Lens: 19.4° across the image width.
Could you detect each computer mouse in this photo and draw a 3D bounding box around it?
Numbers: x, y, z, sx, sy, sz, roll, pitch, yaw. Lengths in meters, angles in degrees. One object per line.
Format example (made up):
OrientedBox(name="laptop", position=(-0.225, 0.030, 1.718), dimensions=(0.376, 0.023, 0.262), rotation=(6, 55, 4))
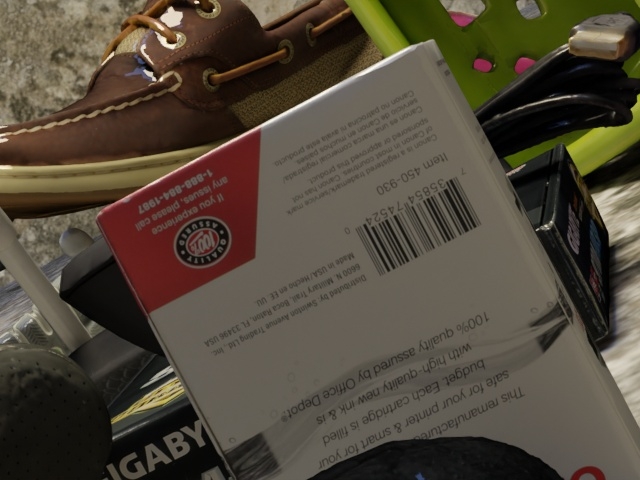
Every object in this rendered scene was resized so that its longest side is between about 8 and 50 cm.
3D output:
OrientedBox(name="computer mouse", position=(0.034, -0.017, 0.685), dimensions=(0.184, 0.060, 0.262), rotation=(-30, -5, 25))

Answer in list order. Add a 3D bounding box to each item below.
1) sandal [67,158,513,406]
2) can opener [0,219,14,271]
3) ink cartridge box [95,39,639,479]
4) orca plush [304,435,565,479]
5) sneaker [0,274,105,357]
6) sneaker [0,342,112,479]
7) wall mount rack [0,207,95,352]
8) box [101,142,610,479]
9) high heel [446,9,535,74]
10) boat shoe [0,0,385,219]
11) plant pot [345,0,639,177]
OrientedBox(name="sandal", position=(-0.022, 0.017, 0.900), dimensions=(0.255, 0.054, 0.097), rotation=(-27, -38, 13))
OrientedBox(name="can opener", position=(-0.258, 0.030, 1.097), dimensions=(0.186, 0.059, 0.073), rotation=(-22, 43, -33))
OrientedBox(name="ink cartridge box", position=(0.018, 0.027, 0.506), dimensions=(0.099, 0.135, 0.056), rotation=(-27, 4, 10))
OrientedBox(name="orca plush", position=(-0.069, 0.107, 0.387), dimensions=(0.287, 0.102, 0.151), rotation=(-29, 6, -6))
OrientedBox(name="sneaker", position=(-0.173, 0.069, 1.231), dimensions=(0.229, 0.086, 0.132), rotation=(-32, 5, -21))
OrientedBox(name="sneaker", position=(-0.131, 0.130, 0.573), dimensions=(0.162, 0.106, 0.281), rotation=(-13, 27, 50))
OrientedBox(name="wall mount rack", position=(-0.214, 0.082, 0.980), dimensions=(0.350, 0.130, 0.304), rotation=(-29, -2, 1))
OrientedBox(name="box", position=(0.013, 0.044, 0.772), dimensions=(0.220, 0.051, 0.175), rotation=(-27, 7, 14))
OrientedBox(name="high heel", position=(0.047, -0.055, 1.361), dimensions=(0.181, 0.127, 0.377), rotation=(-61, 21, -16))
OrientedBox(name="boat shoe", position=(-0.079, -0.093, 1.086), dimensions=(0.342, 0.123, 0.123), rotation=(-17, 5, -38))
OrientedBox(name="plant pot", position=(0.152, -0.181, 1.013), dimensions=(0.207, 0.227, 0.228), rotation=(-35, -1, -28))
